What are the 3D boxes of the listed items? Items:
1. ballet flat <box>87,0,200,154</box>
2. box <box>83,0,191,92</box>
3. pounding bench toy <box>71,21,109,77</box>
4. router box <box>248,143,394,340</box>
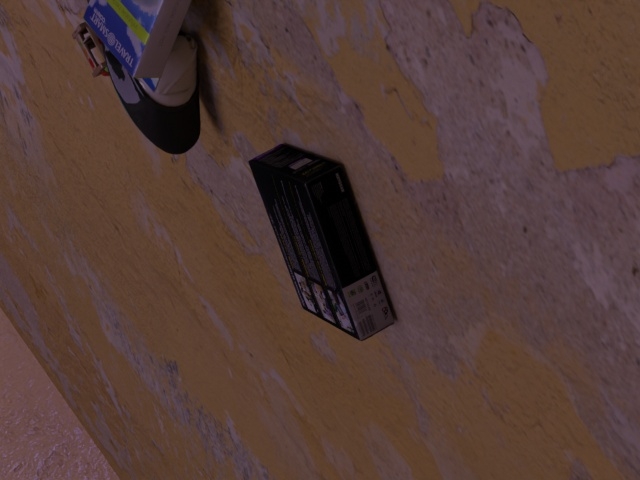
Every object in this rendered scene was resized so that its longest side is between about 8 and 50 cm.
[{"bbox_3d":[-0.191,-0.224,1.776,0.096,0.095,0.280,-9,108,57],"label":"ballet flat"},{"bbox_3d":[-0.177,-0.249,1.666,0.109,0.042,0.178,49,128,31],"label":"box"},{"bbox_3d":[-0.249,-0.233,1.957,0.065,0.052,0.083,62,160,-1],"label":"pounding bench toy"},{"bbox_3d":[0.000,0.000,1.659,0.133,0.046,0.178,25,139,60],"label":"router box"}]
